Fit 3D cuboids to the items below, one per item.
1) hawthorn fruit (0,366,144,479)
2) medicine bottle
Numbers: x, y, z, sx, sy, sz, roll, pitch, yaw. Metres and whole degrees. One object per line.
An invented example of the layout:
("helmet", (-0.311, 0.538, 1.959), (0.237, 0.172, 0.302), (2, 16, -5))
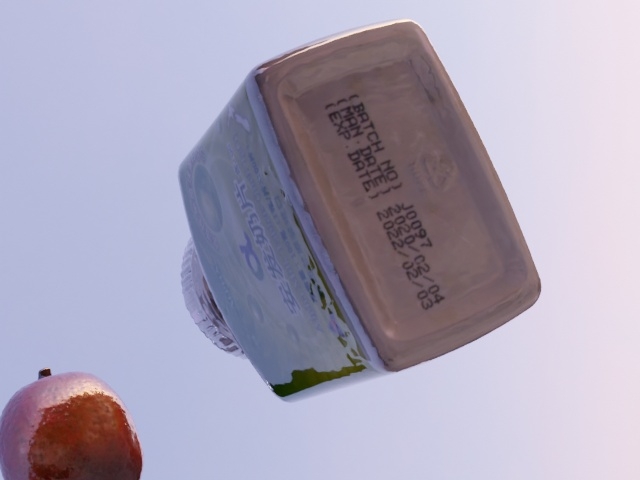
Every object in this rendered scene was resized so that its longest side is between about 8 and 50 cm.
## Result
("hawthorn fruit", (-0.290, 0.223, 1.245), (0.169, 0.169, 0.188), (32, -145, -59))
("medicine bottle", (0.000, 0.000, 0.492), (0.088, 0.188, 0.132), (-24, -95, -24))
